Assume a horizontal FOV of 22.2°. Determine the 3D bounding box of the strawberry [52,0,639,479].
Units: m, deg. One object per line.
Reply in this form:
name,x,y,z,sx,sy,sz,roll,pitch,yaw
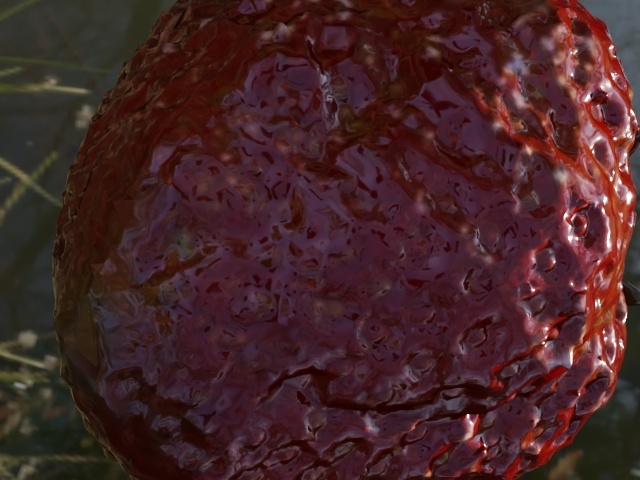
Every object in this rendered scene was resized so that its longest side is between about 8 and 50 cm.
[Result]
strawberry,0.000,0.000,0.663,0.277,0.257,0.257,-22,114,-55
